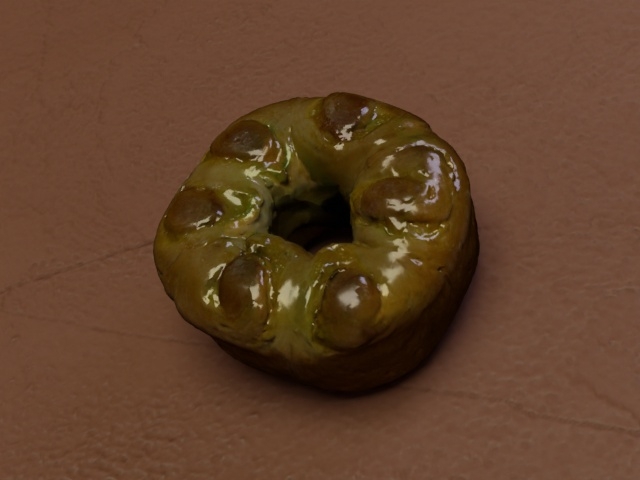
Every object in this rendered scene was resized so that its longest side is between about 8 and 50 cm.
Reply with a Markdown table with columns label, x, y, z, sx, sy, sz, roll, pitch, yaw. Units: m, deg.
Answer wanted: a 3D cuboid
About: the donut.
| label | x | y | z | sx | sy | sz | roll | pitch | yaw |
| --- | --- | --- | --- | --- | --- | --- | --- | --- | --- |
| donut | 0.002 | -0.001 | 0.968 | 0.226 | 0.114 | 0.226 | -11 | 53 | 14 |
